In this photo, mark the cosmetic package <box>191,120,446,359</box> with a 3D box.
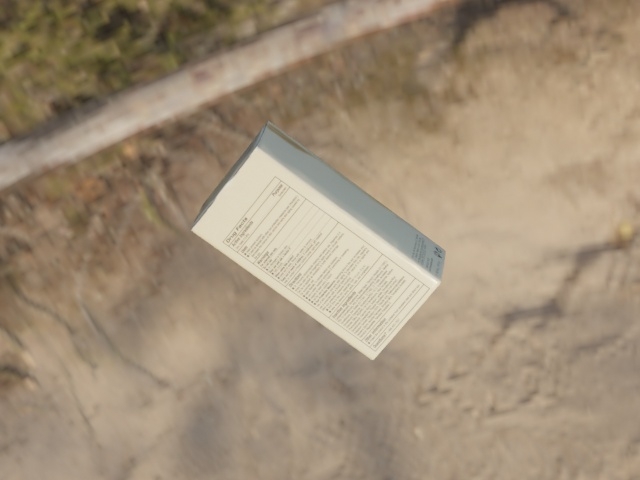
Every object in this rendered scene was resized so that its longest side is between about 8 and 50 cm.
[{"bbox_3d":[0.000,0.000,0.937,0.060,0.115,0.041,-49,10,23],"label":"cosmetic package"}]
